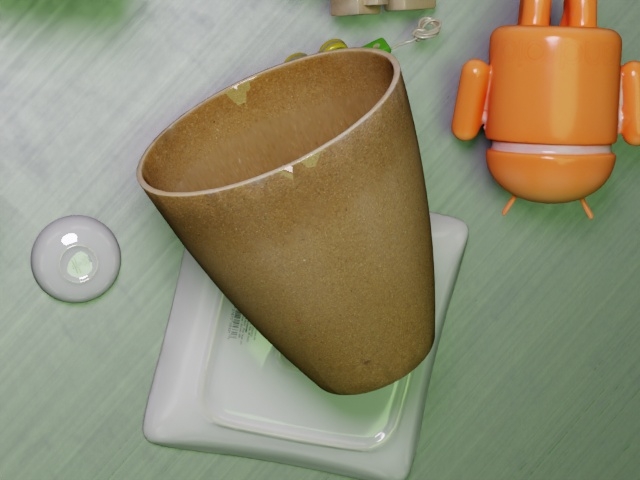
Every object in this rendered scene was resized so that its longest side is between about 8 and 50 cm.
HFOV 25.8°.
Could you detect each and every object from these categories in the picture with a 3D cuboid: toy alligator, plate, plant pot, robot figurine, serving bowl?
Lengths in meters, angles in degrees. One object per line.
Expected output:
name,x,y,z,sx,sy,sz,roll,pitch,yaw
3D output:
toy alligator,0.029,-0.157,1.316,0.190,0.056,0.051,-22,145,-12
plate,-0.008,0.090,1.346,0.278,0.045,0.277,12,96,-15
plant pot,0.000,0.000,1.213,0.237,0.237,0.254,-28,116,-9
robot figurine,0.218,-0.130,1.328,0.158,0.128,0.219,-4,99,-35
serving bowl,-0.224,0.019,1.287,0.083,0.027,0.083,-2,99,-15

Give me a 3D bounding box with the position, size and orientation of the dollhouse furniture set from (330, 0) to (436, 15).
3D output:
dollhouse furniture set,0.010,-0.281,1.301,0.151,0.123,0.144,-15,105,-48
